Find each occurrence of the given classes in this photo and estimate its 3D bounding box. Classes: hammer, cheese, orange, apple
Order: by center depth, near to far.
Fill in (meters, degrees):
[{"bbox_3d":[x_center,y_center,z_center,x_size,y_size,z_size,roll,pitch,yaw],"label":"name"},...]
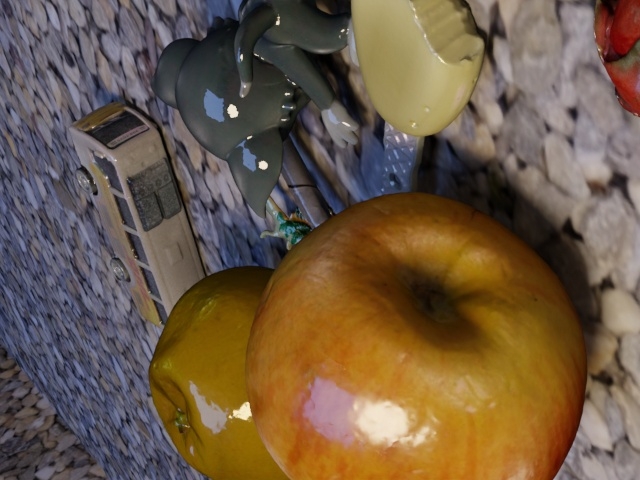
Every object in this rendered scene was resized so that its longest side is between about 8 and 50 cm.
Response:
[{"bbox_3d":[0.078,0.097,0.843,0.286,0.286,0.233,48,153,21],"label":"apple"},{"bbox_3d":[0.075,-0.115,0.867,0.127,0.050,0.255,41,151,30],"label":"cheese"},{"bbox_3d":[0.023,0.019,1.055,0.427,0.044,0.152,62,-176,7],"label":"hammer"},{"bbox_3d":[-0.074,0.166,1.216,0.279,0.235,0.279,34,145,28],"label":"orange"}]

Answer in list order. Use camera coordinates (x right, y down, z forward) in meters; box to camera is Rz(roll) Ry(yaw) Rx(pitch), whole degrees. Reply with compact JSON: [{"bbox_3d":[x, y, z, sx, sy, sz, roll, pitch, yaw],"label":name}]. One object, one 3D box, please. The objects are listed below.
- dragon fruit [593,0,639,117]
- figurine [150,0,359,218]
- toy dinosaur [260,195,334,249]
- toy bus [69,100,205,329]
[{"bbox_3d":[0.214,-0.119,0.552,0.121,0.130,0.142,-100,-3,-54],"label":"dragon fruit"},{"bbox_3d":[-0.045,-0.152,0.935,0.193,0.140,0.265,51,158,4],"label":"figurine"},{"bbox_3d":[-0.002,0.001,1.146,0.187,0.044,0.106,19,122,41],"label":"toy dinosaur"},{"bbox_3d":[-0.253,-0.023,1.492,0.138,0.097,0.343,29,142,43],"label":"toy bus"}]
